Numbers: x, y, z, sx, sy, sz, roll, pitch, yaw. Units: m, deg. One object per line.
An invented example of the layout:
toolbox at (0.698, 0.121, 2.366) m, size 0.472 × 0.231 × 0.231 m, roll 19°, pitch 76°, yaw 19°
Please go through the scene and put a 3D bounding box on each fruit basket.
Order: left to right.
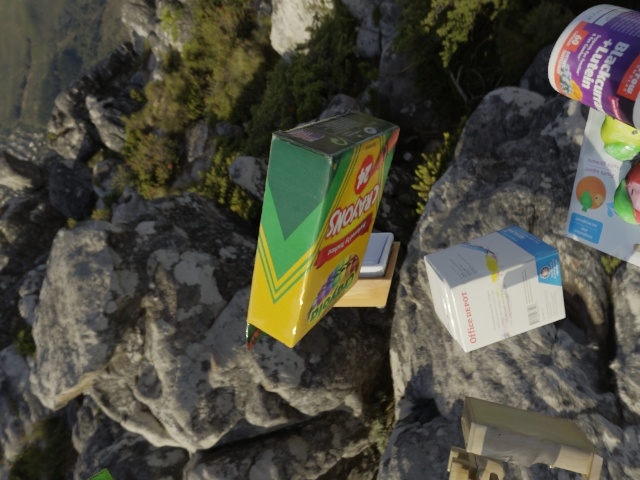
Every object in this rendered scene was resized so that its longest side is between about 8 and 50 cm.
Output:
fruit basket at (0.480, -0.115, 0.576) m, size 0.327 × 0.165 × 0.353 m, roll -134°, pitch 44°, yaw -60°

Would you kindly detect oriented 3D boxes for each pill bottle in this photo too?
pill bottle at (0.363, -0.183, 0.478) m, size 0.108 × 0.108 × 0.193 m, roll -43°, pitch 42°, yaw 12°

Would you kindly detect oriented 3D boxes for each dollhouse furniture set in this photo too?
dollhouse furniture set at (0.275, 0.377, 0.625) m, size 0.160 × 0.212 × 0.242 m, roll 10°, pitch 94°, yaw 13°

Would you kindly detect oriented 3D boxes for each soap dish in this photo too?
soap dish at (0.085, 0.073, 1.127) m, size 0.228 × 0.291 × 0.118 m, roll -3°, pitch 106°, yaw 16°

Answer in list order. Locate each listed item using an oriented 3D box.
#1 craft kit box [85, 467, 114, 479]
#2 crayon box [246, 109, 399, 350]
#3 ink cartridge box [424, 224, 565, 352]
craft kit box at (-0.295, 0.478, 0.584) m, size 0.247 × 0.061 × 0.250 m, roll -47°, pitch 74°, yaw 24°
crayon box at (0.000, 0.000, 0.598) m, size 0.081 × 0.202 × 0.319 m, roll 25°, pitch 123°, yaw 20°
ink cartridge box at (0.378, 0.100, 0.965) m, size 0.232 × 0.171 × 0.168 m, roll -19°, pitch 23°, yaw -1°
